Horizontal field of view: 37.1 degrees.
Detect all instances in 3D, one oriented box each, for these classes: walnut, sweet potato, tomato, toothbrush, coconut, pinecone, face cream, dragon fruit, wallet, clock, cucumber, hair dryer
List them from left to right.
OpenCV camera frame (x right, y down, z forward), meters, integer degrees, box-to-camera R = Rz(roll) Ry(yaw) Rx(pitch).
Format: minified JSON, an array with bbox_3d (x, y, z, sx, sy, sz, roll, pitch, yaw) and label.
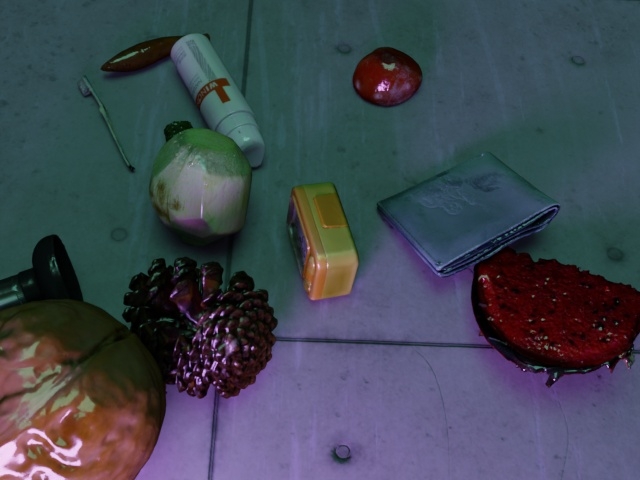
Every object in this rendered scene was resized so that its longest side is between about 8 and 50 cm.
[{"bbox_3d":[-0.588,0.095,1.659,0.320,0.284,0.155,-18,85,-14],"label":"hair dryer"},{"bbox_3d":[-0.444,0.283,1.507,0.398,0.308,0.354,-39,75,-10],"label":"walnut"},{"bbox_3d":[-0.459,-0.255,2.056,0.028,0.026,0.294,-34,62,-3],"label":"toothbrush"},{"bbox_3d":[-0.376,-0.431,2.166,0.265,0.057,0.057,-25,60,-21],"label":"sweet potato"},{"bbox_3d":[-0.293,-0.208,2.027,0.067,0.035,0.107,-13,59,-14],"label":"cucumber"},{"bbox_3d":[-0.221,0.138,1.683,0.246,0.246,0.292,-39,51,-26],"label":"pinecone"},{"bbox_3d":[-0.235,-0.095,1.854,0.236,0.235,0.205,34,27,19],"label":"coconut"},{"bbox_3d":[-0.218,-0.302,2.057,0.102,0.102,0.345,-21,57,-17],"label":"face cream"},{"bbox_3d":[0.000,0.000,1.832,0.096,0.143,0.202,-9,55,-12],"label":"clock"},{"bbox_3d":[0.155,-0.383,2.140,0.159,0.091,0.139,-23,61,-21],"label":"tomato"},{"bbox_3d":[0.292,-0.061,1.915,0.290,0.054,0.251,-26,41,-12],"label":"wallet"},{"bbox_3d":[0.419,0.156,1.764,0.344,0.100,0.282,22,49,27],"label":"dragon fruit"}]

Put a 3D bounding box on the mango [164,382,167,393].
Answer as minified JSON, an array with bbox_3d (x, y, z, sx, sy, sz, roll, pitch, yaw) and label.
[{"bbox_3d":[-0.325,0.255,1.687,0.114,0.060,0.080,26,55,19],"label":"mango"}]
